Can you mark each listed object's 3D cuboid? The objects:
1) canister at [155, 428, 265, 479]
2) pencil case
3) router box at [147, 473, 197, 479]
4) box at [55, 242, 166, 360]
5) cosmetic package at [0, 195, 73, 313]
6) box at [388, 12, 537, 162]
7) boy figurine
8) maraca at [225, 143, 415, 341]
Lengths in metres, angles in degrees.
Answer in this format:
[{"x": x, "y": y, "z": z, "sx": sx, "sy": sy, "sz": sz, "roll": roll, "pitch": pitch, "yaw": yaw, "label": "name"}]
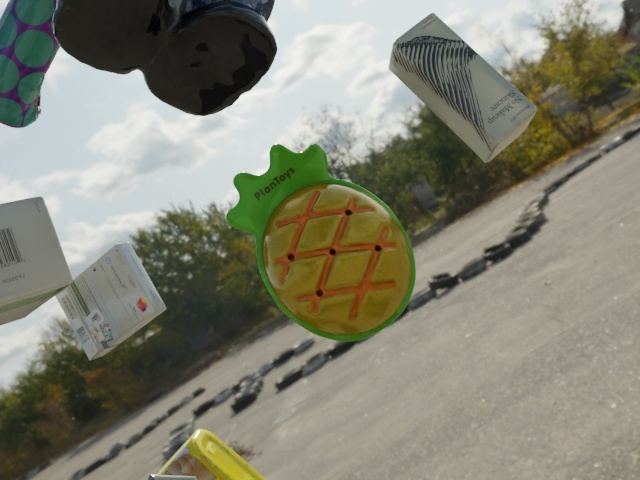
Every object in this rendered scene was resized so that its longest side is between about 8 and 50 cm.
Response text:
[{"x": -0.154, "y": 0.316, "z": 0.759, "sx": 0.170, "sy": 0.126, "sz": 0.073, "roll": -48, "pitch": 3, "yaw": 7, "label": "canister"}, {"x": -0.301, "y": -0.196, "z": 0.687, "sx": 0.070, "sy": 0.064, "sz": 0.151, "roll": 17, "pitch": -71, "yaw": -44, "label": "pencil case"}, {"x": -0.108, "y": 0.284, "z": 0.490, "sx": 0.179, "sy": 0.046, "sz": 0.133, "roll": 40, "pitch": 110, "yaw": 55, "label": "router box"}, {"x": -0.388, "y": 0.113, "z": 1.222, "sx": 0.186, "sy": 0.145, "sz": 0.038, "roll": -36, "pitch": -10, "yaw": 24, "label": "box"}, {"x": -0.569, "y": 0.061, "z": 1.103, "sx": 0.197, "sy": 0.155, "sz": 0.365, "roll": -19, "pitch": -4, "yaw": -36, "label": "cosmetic package"}, {"x": 0.259, "y": -0.286, "z": 1.243, "sx": 0.113, "sy": 0.275, "sz": 0.094, "roll": -41, "pitch": -14, "yaw": -13, "label": "box"}, {"x": -0.067, "y": -0.219, "z": 0.372, "sx": 0.177, "sy": 0.285, "sz": 0.092, "roll": 20, "pitch": -32, "yaw": -28, "label": "boy figurine"}, {"x": 0.000, "y": 0.000, "z": 0.574, "sx": 0.127, "sy": 0.185, "sz": 0.099, "roll": -39, "pitch": -9, "yaw": -5, "label": "maraca"}]
